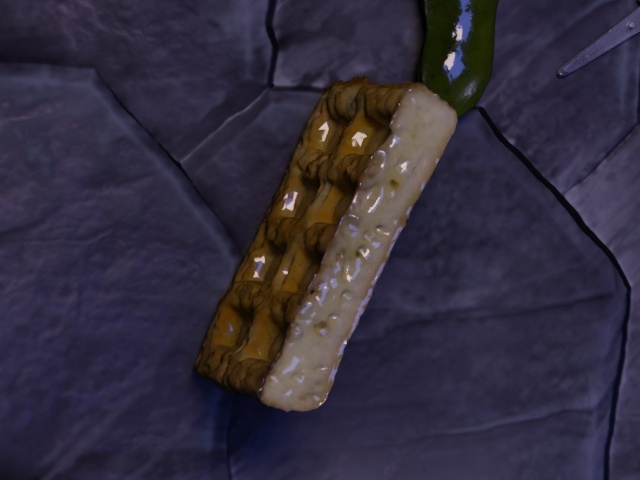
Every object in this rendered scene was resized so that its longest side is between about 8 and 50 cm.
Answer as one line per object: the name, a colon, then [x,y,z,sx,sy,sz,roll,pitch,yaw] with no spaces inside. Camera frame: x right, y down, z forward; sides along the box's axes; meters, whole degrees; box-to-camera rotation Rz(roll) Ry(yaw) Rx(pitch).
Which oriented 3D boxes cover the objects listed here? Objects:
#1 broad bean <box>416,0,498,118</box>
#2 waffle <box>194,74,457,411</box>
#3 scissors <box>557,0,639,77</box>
broad bean: [0.135,-0.247,1.255,0.098,0.056,0.318,22,82,-16]
waffle: [0.000,0.000,1.153,0.057,0.168,0.274,28,82,-23]
scissors: [0.285,-0.198,1.324,0.189,0.015,0.100,-35,102,-14]
